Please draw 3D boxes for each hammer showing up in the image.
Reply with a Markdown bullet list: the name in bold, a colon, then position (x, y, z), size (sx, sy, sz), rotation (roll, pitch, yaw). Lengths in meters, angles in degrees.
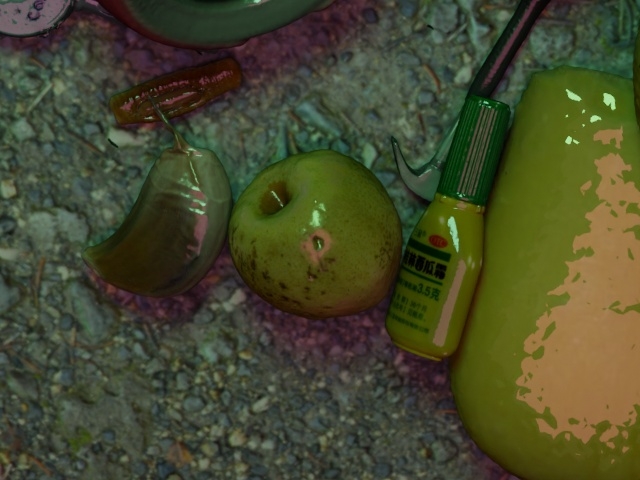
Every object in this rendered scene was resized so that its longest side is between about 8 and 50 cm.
- **hammer**: position (0.155, -0.151, 1.587), size (0.103, 0.029, 0.246), rotation (24, 106, -12)

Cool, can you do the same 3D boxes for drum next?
- **drum**: position (-0.230, -0.214, 1.532), size (0.253, 0.049, 0.130), rotation (33, 106, -13)

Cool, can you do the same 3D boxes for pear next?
- **pear**: position (0.000, 0.000, 1.571), size (0.178, 0.178, 0.178), rotation (-1, 111, -2)

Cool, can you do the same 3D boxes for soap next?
- **soap**: position (0.296, 0.050, 1.612), size (0.306, 0.115, 0.427), rotation (14, 94, -4)

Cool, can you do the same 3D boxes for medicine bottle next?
- **medicine bottle**: position (0.131, -0.014, 1.574), size (0.064, 0.095, 0.261), rotation (11, 99, -38)

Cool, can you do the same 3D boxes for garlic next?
- **garlic**: position (-0.149, -0.032, 1.586), size (0.128, 0.090, 0.198), rotation (24, 116, -1)

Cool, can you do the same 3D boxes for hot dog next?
- **hot dog**: position (-0.142, -0.143, 1.576), size (0.137, 0.028, 0.044), rotation (-17, 118, 2)

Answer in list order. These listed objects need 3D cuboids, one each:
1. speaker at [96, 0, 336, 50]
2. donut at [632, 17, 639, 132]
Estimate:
- **speaker**: position (-0.081, -0.309, 1.388), size (0.294, 0.294, 0.294), rotation (-1, 111, -2)
- **donut**: position (0.476, -0.176, 1.481), size (0.377, 0.163, 0.435), rotation (41, 87, -6)
